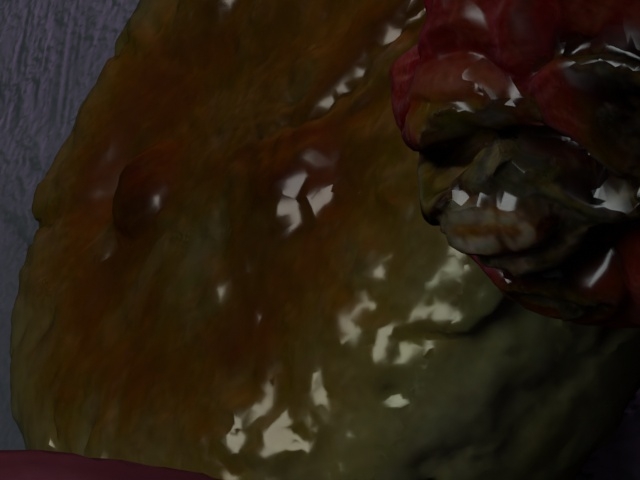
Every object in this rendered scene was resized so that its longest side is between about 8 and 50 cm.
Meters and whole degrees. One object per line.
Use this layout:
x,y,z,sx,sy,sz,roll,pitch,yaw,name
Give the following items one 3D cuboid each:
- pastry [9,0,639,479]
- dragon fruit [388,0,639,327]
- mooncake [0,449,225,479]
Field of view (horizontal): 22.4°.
0.000,0.000,0.650,0.330,0.136,0.329,-27,49,37,pastry
0.164,-0.105,0.444,0.315,0.250,0.250,-51,39,16,dragon fruit
-0.092,0.201,0.493,0.334,0.326,0.174,124,148,-46,mooncake
